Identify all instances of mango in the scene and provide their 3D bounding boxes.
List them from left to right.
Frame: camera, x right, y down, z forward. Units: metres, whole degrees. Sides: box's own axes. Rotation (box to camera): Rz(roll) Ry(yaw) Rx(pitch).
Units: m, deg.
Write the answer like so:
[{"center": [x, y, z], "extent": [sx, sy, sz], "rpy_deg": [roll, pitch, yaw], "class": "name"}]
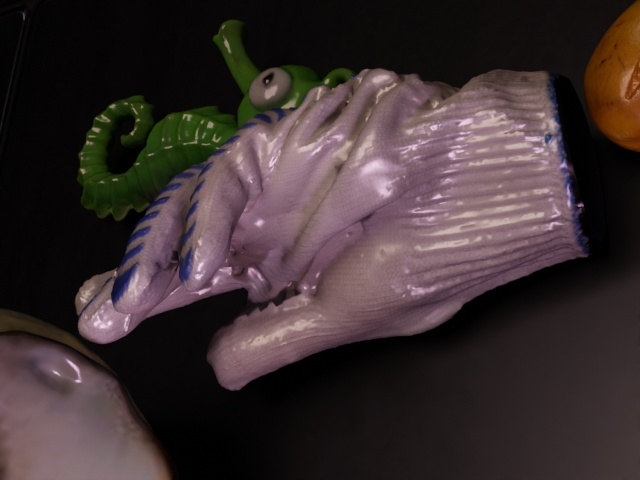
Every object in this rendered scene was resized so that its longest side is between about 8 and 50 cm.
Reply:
[{"center": [0.139, -0.076, 0.443], "extent": [0.060, 0.046, 0.089], "rpy_deg": [20, 78, 41], "class": "mango"}]

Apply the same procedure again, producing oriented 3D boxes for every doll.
[{"center": [-0.059, -0.050, 0.577], "extent": [0.190, 0.050, 0.115], "rpy_deg": [-14, 66, 34], "class": "doll"}]

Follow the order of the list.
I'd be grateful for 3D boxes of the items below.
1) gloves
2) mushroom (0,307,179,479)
[{"center": [0.003, -0.003, 0.470], "extent": [0.229, 0.119, 0.097], "rpy_deg": [-18, 21, 6], "class": "gloves"}, {"center": [-0.184, 0.144, 0.497], "extent": [0.164, 0.190, 0.267], "rpy_deg": [23, 107, 52], "class": "mushroom"}]
